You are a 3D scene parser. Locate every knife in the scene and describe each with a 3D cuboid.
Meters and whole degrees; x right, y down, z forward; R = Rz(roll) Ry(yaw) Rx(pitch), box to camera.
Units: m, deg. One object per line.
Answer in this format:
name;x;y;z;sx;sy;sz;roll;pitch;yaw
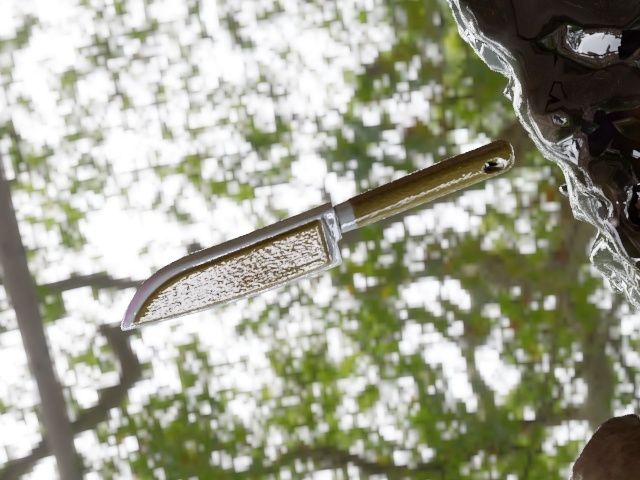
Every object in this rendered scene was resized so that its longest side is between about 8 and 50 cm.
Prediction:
knife;0.000;0.001;0.993;0.256;0.046;0.022;-22;-137;-7

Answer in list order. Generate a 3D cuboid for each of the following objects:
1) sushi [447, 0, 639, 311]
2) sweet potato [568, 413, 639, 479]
sushi;0.192;-0.131;0.616;0.294;0.299;0.281;-30;-144;20
sweet potato;0.181;0.140;0.529;0.059;0.067;0.281;21;-174;-39
